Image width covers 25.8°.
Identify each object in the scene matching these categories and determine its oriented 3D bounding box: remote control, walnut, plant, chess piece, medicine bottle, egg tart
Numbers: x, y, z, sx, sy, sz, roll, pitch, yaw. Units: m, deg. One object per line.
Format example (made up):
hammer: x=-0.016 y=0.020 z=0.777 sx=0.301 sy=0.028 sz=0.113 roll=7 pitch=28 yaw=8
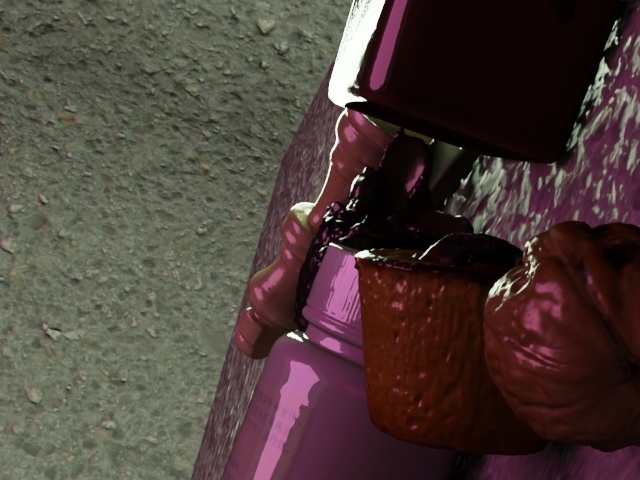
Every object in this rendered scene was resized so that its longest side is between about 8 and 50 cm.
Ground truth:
remote control: x=0.180 y=-0.123 z=1.817 sx=0.285 sy=0.038 sz=0.123 roll=126 pitch=162 yaw=-55
walnut: x=0.186 y=0.061 z=0.937 sx=0.184 sy=0.155 sz=0.155 roll=-99 pitch=31 yaw=-72
plant: x=0.075 y=0.030 z=1.620 sx=0.234 sy=0.178 sz=0.204 roll=-55 pitch=11 yaw=45
chess piece: x=0.000 y=0.000 z=1.780 sx=0.397 sy=0.117 sz=0.117 roll=-59 pitch=12 yaw=27
medicine bottle: x=0.024 y=0.209 z=1.377 sx=0.213 sy=0.214 sz=0.378 roll=-141 pitch=73 yaw=-81
egg tart: x=0.128 y=0.079 z=1.145 sx=0.215 sy=0.215 sz=0.170 roll=-149 pitch=64 yaw=-82

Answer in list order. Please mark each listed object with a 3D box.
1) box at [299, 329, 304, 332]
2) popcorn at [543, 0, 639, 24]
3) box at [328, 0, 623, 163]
box: x=0.066 y=-0.066 z=1.995 sx=0.359 sy=0.091 sz=0.350 roll=-60 pitch=-10 yaw=-63
popcorn: x=0.266 y=-0.325 z=1.076 sx=0.297 sy=0.281 sz=0.315 roll=-93 pitch=-14 yaw=-59
box: x=0.159 y=-0.225 z=1.507 sx=0.339 sy=0.240 sz=0.229 roll=-141 pitch=70 yaw=-81
